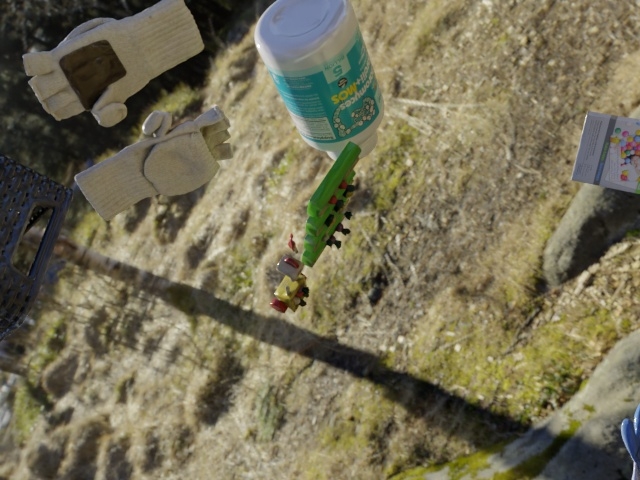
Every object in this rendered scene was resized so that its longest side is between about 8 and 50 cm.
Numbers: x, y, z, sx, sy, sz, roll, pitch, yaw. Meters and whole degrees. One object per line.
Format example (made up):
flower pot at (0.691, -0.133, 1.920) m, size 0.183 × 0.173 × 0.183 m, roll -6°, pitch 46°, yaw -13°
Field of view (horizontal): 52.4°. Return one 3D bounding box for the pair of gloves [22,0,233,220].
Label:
pair of gloves at (-0.215, -0.148, 0.782) m, size 0.204 × 0.240 × 0.042 m, roll -24°, pitch 38°, yaw -14°

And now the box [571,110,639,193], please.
box at (0.618, -0.173, 1.312) m, size 0.038 × 0.186 × 0.145 m, roll -44°, pitch -37°, yaw -53°

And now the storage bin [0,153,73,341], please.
storage bin at (-0.279, 0.019, 0.500) m, size 0.180 × 0.084 × 0.122 m, roll -28°, pitch 44°, yaw 39°

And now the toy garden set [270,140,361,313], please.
toy garden set at (0.000, 0.000, 0.954) m, size 0.203 × 0.049 × 0.244 m, roll -57°, pitch -8°, yaw -20°

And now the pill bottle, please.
pill bottle at (0.012, -0.237, 0.991) m, size 0.146 × 0.264 × 0.146 m, roll -11°, pitch 54°, yaw 15°

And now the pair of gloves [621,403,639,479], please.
pair of gloves at (0.583, 0.369, 1.102) m, size 0.023 × 0.198 × 0.159 m, roll -34°, pitch 32°, yaw 63°
